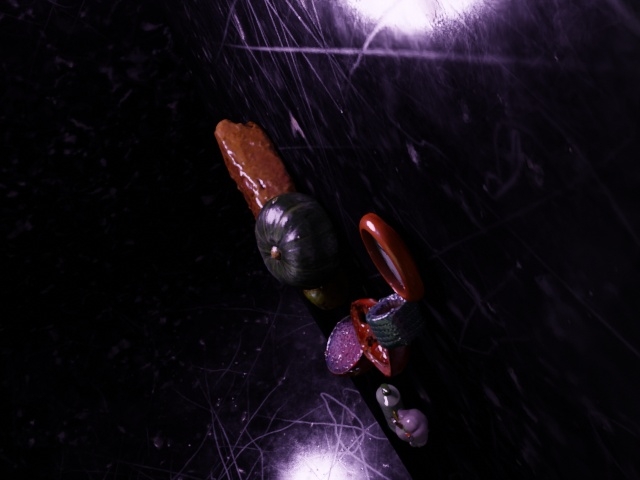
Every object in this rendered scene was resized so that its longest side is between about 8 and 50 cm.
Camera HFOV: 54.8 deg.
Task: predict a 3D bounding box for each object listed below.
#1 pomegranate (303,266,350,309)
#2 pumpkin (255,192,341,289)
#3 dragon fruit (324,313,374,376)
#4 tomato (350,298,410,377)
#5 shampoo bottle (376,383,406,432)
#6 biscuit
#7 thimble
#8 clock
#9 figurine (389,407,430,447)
[{"bbox_3d":[0.025,0.146,2.053,0.159,0.159,0.205,60,-162,2],"label":"pomegranate"},{"bbox_3d":[-0.062,-0.001,1.839,0.300,0.207,0.300,42,147,35],"label":"pumpkin"},{"bbox_3d":[0.135,0.367,2.055,0.148,0.219,0.223,31,162,-28],"label":"dragon fruit"},{"bbox_3d":[0.174,0.249,1.674,0.228,0.101,0.228,57,162,30],"label":"tomato"},{"bbox_3d":[0.271,0.623,2.339,0.118,0.087,0.234,48,164,54],"label":"shampoo bottle"},{"bbox_3d":[-0.200,-0.203,2.129,0.395,0.166,0.343,59,173,21],"label":"biscuit"},{"bbox_3d":[0.171,0.176,1.374,0.090,0.118,0.135,57,156,-8],"label":"thimble"},{"bbox_3d":[0.147,0.034,1.260,0.205,0.051,0.205,58,172,13],"label":"clock"},{"bbox_3d":[0.312,0.623,2.061,0.137,0.111,0.229,65,-172,31],"label":"figurine"}]
